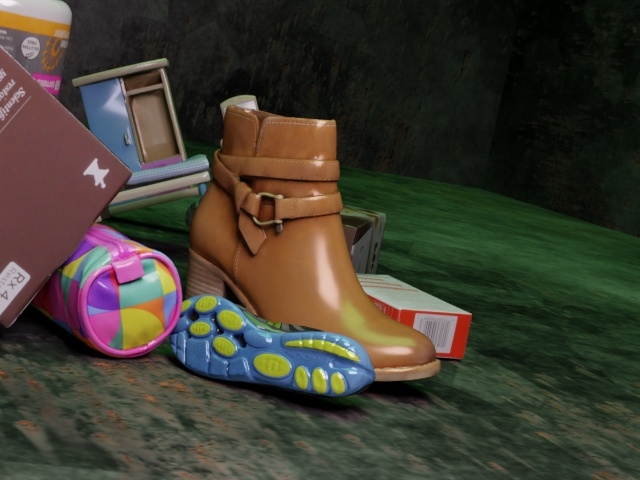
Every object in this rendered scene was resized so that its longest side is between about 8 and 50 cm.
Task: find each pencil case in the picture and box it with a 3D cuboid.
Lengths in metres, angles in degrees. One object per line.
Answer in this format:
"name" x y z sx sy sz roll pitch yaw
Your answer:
"pencil case" -0.215 0.026 1.068 0.104 0.104 0.236 5 10 -39

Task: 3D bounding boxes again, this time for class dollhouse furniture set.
"dollhouse furniture set" -0.206 -0.147 1.601 0.286 0.198 0.303 -14 5 -2

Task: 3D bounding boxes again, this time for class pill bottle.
"pill bottle" -0.347 -0.113 1.205 0.162 0.278 0.162 11 8 -2

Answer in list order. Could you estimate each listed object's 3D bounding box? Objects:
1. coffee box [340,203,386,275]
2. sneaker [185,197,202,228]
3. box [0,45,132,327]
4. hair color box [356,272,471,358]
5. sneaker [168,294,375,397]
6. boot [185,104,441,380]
"coffee box" -0.008 0.006 1.516 0.141 0.098 0.246 12 8 9
"sneaker" -0.081 -0.014 1.694 0.221 0.083 0.087 10 -11 -16
"box" -0.304 -0.061 1.018 0.203 0.168 0.167 19 -22 51
"hair color box" 0.073 0.077 1.292 0.093 0.053 0.167 6 11 -30
"sneaker" -0.042 0.095 1.004 0.188 0.067 0.078 13 -14 22
"boot" 0.000 0.000 1.109 0.283 0.220 0.109 18 9 38
